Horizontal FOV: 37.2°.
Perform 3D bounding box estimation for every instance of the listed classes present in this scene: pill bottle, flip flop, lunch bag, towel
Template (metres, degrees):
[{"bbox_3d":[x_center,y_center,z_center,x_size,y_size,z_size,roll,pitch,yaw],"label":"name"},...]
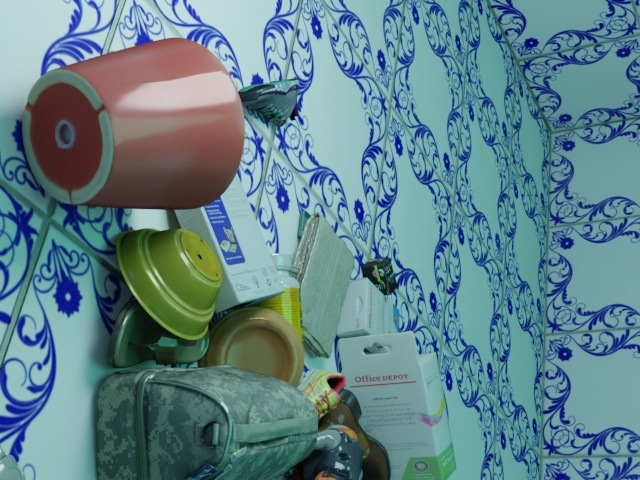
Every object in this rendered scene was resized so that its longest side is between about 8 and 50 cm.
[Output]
[{"bbox_3d":[-0.095,0.134,1.849,0.118,0.118,0.208,12,72,-61],"label":"pill bottle"},{"bbox_3d":[-0.252,0.164,1.565,0.277,0.080,0.112,22,81,-63],"label":"flip flop"},{"bbox_3d":[-0.173,0.301,1.509,0.305,0.256,0.212,12,72,-60],"label":"lunch bag"},{"bbox_3d":[-0.004,0.103,2.091,0.187,0.049,0.282,52,45,-46],"label":"towel"}]

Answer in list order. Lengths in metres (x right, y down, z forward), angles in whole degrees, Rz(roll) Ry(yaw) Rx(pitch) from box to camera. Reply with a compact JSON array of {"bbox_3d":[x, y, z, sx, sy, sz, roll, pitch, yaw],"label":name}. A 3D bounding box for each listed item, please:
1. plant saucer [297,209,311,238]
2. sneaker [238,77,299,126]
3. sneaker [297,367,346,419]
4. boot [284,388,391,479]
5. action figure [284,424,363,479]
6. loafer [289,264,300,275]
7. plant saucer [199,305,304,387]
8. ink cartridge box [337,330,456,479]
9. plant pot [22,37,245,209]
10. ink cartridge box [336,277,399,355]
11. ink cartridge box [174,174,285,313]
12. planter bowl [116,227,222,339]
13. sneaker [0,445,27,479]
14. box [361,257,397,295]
[{"bbox_3d":[0.000,0.000,2.171,0.192,0.018,0.067,41,48,-52],"label":"plant saucer"},{"bbox_3d":[-0.097,-0.284,1.999,0.224,0.083,0.098,-29,114,-61],"label":"sneaker"},{"bbox_3d":[-0.009,0.336,1.983,0.208,0.094,0.081,-58,134,-49],"label":"sneaker"},{"bbox_3d":[0.042,0.496,2.037,0.280,0.096,0.264,-48,125,-55],"label":"boot"},{"bbox_3d":[0.043,0.503,1.840,0.330,0.179,0.341,-90,155,-51],"label":"action figure"},{"bbox_3d":[-0.090,0.061,1.966,0.125,0.045,0.039,20,82,-52],"label":"loafer"},{"bbox_3d":[-0.120,0.220,1.740,0.200,0.037,0.199,2,85,-21],"label":"plant saucer"},{"bbox_3d":[0.175,0.378,2.196,0.119,0.207,0.353,-16,97,-63],"label":"ink cartridge box"},{"bbox_3d":[-0.292,-0.166,1.436,0.243,0.275,0.274,-16,97,-52],"label":"plant pot"},{"bbox_3d":[0.116,0.194,2.263,0.191,0.082,0.139,44,42,-48],"label":"ink cartridge box"},{"bbox_3d":[-0.185,-0.039,1.730,0.165,0.065,0.332,-8,75,-61],"label":"ink cartridge box"},{"bbox_3d":[-0.225,0.048,1.560,0.217,0.090,0.217,48,17,-20],"label":"planter bowl"},{"bbox_3d":[-0.405,0.330,1.241,0.262,0.099,0.121,38,46,-55],"label":"sneaker"},{"bbox_3d":[0.148,0.091,2.377,0.052,0.062,0.083,-42,119,-56],"label":"box"}]
